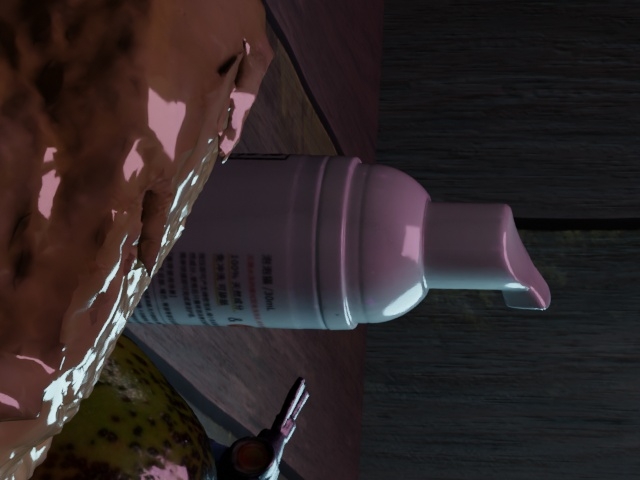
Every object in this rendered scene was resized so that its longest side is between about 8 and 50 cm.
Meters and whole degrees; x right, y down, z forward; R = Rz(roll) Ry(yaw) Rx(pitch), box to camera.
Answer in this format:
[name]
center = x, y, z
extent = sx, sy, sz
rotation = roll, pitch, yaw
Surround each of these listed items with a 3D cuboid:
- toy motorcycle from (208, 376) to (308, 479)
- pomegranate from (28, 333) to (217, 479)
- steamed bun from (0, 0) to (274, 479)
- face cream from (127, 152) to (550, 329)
[toy motorcycle]
center = -0.124, 0.232, 1.272
extent = 0.125, 0.213, 0.358
rotation = 38, 53, -76
[pomegranate]
center = -0.196, 0.155, 1.048
extent = 0.204, 0.277, 0.222
rotation = -40, -119, 52
[steamed bun]
center = -0.176, -0.020, 0.836
extent = 0.372, 0.230, 0.325
rotation = -64, -178, -21
[face cream]
center = 0.000, 0.000, 1.505
extent = 0.145, 0.370, 0.145
rotation = 1, 90, -81
